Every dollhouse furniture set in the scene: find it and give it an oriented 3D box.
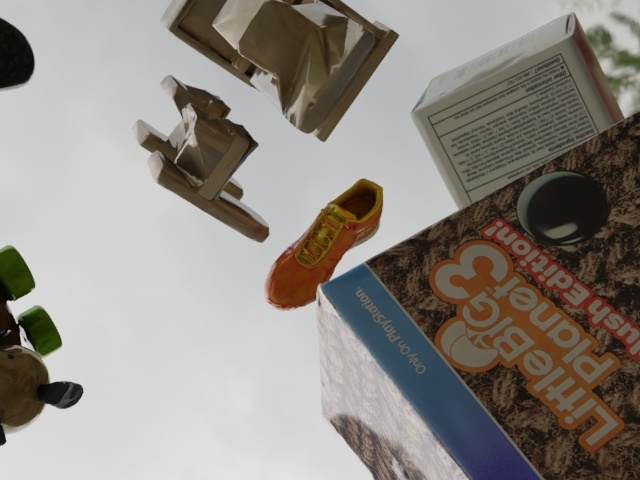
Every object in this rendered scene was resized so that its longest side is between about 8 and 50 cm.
[{"bbox_3d":[-0.010,-0.206,1.304,0.256,0.362,0.394,31,-171,-25],"label":"dollhouse furniture set"}]

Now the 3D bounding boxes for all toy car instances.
[{"bbox_3d":[-0.300,0.119,1.047,0.155,0.188,0.149,-31,-51,-21],"label":"toy car"}]

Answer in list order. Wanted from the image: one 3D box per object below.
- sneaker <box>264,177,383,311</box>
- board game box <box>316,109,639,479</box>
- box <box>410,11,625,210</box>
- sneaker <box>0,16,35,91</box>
[{"bbox_3d":[0.000,0.000,1.138,0.175,0.064,0.067,-50,-23,-32],"label":"sneaker"},{"bbox_3d":[0.180,0.073,0.599,0.232,0.291,0.141,51,159,30],"label":"board game box"},{"bbox_3d":[0.200,-0.055,0.991,0.232,0.148,0.127,61,-159,-12],"label":"box"},{"bbox_3d":[-0.398,-0.188,1.131,0.097,0.234,0.084,-170,85,-82],"label":"sneaker"}]
